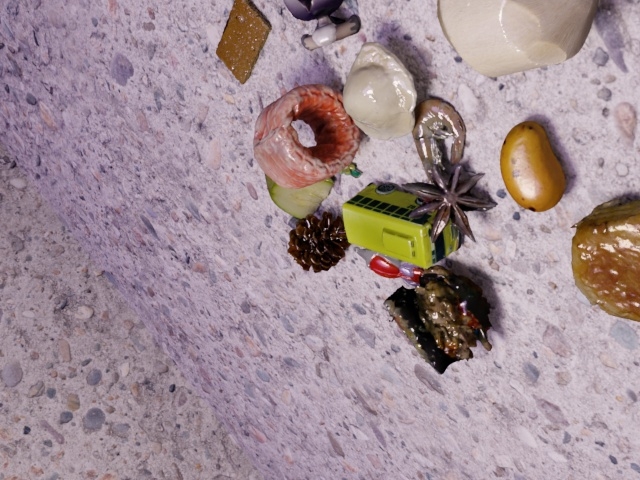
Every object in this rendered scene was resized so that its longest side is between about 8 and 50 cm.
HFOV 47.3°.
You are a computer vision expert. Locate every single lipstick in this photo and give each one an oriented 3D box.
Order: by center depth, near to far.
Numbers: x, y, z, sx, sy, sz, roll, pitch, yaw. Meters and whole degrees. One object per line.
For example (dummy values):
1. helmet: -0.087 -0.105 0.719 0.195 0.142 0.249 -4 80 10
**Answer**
1. lipstick: -0.039 -0.022 2.097 0.141 0.040 0.040 42 142 21

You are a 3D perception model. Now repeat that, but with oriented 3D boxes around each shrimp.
1. shrimp: 0.265 -0.201 1.595 0.126 0.047 0.223 1 116 39

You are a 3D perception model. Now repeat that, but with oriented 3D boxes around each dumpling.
1. dumpling: 0.137 -0.302 1.594 0.179 0.131 0.252 35 144 19

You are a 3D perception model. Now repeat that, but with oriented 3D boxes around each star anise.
1. star anise: 0.277 -0.079 1.581 0.061 0.205 0.180 -150 53 -84

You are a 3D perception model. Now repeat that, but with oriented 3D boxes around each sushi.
1. sushi: 0.290 0.175 1.740 0.238 0.219 0.225 43 -172 -46

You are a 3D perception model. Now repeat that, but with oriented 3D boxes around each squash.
1. squash: -0.075 -0.191 2.021 0.204 0.155 0.237 19 148 -12

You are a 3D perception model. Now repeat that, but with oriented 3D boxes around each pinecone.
1. pinecone: 0.007 -0.004 1.957 0.165 0.163 0.163 -33 90 46

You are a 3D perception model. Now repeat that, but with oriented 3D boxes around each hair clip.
1. hair clip: 0.031 -0.198 1.871 0.173 0.049 0.049 28 136 37

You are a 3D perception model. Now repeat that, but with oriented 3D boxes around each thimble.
1. thimble: -0.035 -0.245 1.743 0.162 0.239 0.239 -13 107 58

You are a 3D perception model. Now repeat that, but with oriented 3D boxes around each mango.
1. mango: 0.408 -0.141 1.427 0.115 0.090 0.178 -21 97 44

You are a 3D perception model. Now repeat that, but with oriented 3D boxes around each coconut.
1. coconut: 0.332 -0.398 1.190 0.266 0.237 0.237 1 118 49

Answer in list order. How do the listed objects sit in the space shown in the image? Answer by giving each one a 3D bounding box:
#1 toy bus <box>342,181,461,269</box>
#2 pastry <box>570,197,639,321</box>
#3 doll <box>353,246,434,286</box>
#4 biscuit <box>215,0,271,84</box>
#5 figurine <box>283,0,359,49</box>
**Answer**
1. toy bus: 0.188 -0.035 1.720 0.262 0.150 0.128 19 132 40
2. pastry: 0.584 0.035 1.332 0.257 0.121 0.235 -22 103 52
3. doll: 0.183 0.061 1.866 0.228 0.075 0.102 21 142 27
4. biscuit: -0.204 -0.524 1.912 0.131 0.025 0.231 50 144 7
5. figurine: -0.022 -0.528 1.593 0.145 0.145 0.222 -2 120 51
